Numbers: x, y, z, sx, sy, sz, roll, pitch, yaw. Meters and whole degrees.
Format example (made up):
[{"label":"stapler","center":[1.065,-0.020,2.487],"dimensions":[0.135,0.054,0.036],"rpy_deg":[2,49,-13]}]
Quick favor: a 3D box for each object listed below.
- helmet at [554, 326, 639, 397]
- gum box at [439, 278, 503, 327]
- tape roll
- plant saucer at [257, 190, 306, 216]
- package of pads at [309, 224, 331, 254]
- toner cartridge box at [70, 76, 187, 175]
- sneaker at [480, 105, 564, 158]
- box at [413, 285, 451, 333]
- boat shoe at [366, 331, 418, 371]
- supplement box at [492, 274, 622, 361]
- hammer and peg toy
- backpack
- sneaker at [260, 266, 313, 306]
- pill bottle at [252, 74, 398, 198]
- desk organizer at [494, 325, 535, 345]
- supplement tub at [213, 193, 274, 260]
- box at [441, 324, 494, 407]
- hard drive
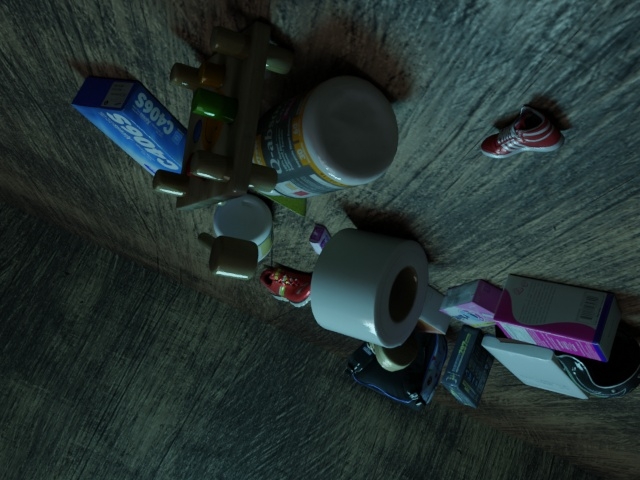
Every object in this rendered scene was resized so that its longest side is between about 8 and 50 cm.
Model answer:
[{"label":"helmet","center":[0.608,0.257,1.466],"dimensions":[0.161,0.169,0.169],"rpy_deg":[41,163,4]},{"label":"gum box","center":[0.376,0.157,1.645],"dimensions":[0.107,0.062,0.188],"rpy_deg":[27,163,-9]},{"label":"tape roll","center":[0.115,0.103,1.533],"dimensions":[0.169,0.246,0.246],"rpy_deg":[11,159,34]},{"label":"plant saucer","center":[-0.096,-0.144,1.285],"dimensions":[0.188,0.045,0.188],"rpy_deg":[29,-156,-15]},{"label":"package of pads","center":[0.000,0.000,1.707],"dimensions":[0.032,0.050,0.083],"rpy_deg":[18,162,21]},{"label":"toner cartridge box","center":[-0.366,-0.219,1.506],"dimensions":[0.165,0.075,0.348],"rpy_deg":[14,161,33]},{"label":"sneaker","center":[0.262,-0.146,0.926],"dimensions":[0.118,0.042,0.067],"rpy_deg":[-3,153,42]},{"label":"box","center":[0.249,0.170,1.810],"dimensions":[0.170,0.091,0.130],"rpy_deg":[33,161,-25]},{"label":"boat shoe","center":[0.191,0.276,1.869],"dimensions":[0.121,0.110,0.341],"rpy_deg":[42,-160,-3]},{"label":"supplement box","center":[0.490,0.159,1.414],"dimensions":[0.220,0.111,0.114],"rpy_deg":[12,160,38]},{"label":"hammer and peg toy","center":[-0.167,-0.126,1.046],"dimensions":[0.127,0.361,0.266],"rpy_deg":[12,172,-29]},{"label":"backpack","center":[0.260,0.356,2.065],"dimensions":[0.276,0.263,0.213],"rpy_deg":[20,169,32]},{"label":"sneaker","center":[-0.107,0.139,2.192],"dimensions":[0.118,0.107,0.279],"rpy_deg":[44,153,-27]},{"label":"pill bottle","center":[-0.015,-0.152,1.087],"dimensions":[0.162,0.162,0.278],"rpy_deg":[32,161,-25]},{"label":"desk organizer","center":[0.476,0.221,1.658],"dimensions":[0.050,0.047,0.130],"rpy_deg":[35,160,-23]},{"label":"supplement tub","center":[-0.192,-0.023,1.739],"dimensions":[0.144,0.144,0.200],"rpy_deg":[23,163,5]},{"label":"box","center":[0.440,0.375,2.007],"dimensions":[0.059,0.183,0.233],"rpy_deg":[13,160,33]},{"label":"hard drive","center":[0.628,0.367,1.972],"dimensions":[0.210,0.040,0.318],"rpy_deg":[7,156,43]}]
